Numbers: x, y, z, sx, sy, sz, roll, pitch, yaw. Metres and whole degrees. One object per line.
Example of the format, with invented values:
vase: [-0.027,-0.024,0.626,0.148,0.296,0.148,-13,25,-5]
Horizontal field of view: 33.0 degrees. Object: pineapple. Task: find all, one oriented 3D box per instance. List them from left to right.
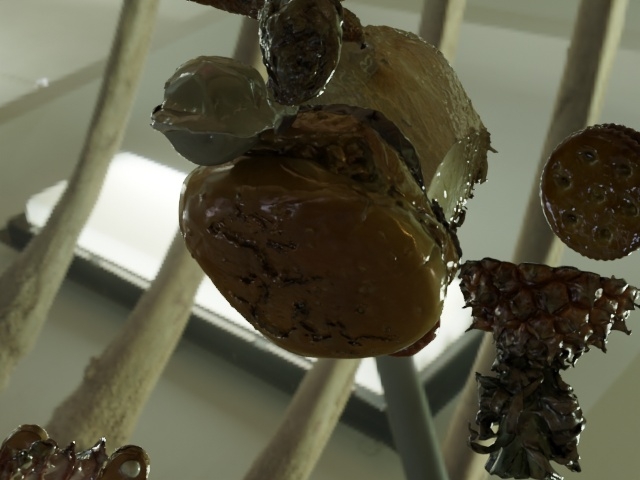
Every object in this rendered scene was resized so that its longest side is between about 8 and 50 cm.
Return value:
pineapple: [0.283,0.178,1.402,0.263,0.271,0.262,9,171,1]

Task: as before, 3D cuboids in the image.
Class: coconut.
coconut: [0.058,-0.146,1.601,0.346,0.360,0.346,-36,-164,12]

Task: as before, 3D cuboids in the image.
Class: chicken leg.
chicken leg: [-0.025,-0.205,0.945,0.069,0.085,0.197,-4,-128,-13]

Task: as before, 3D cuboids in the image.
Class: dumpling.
dumpling: [-0.088,-0.129,1.057,0.127,0.108,0.188,-5,-171,13]

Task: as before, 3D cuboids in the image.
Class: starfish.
starfish: [-0.048,-0.297,1.377,0.231,0.295,0.048,24,-141,-20]

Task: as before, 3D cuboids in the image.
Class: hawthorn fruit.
hawthorn fruit: [0.129,0.117,1.709,0.125,0.125,0.140,9,-139,24]

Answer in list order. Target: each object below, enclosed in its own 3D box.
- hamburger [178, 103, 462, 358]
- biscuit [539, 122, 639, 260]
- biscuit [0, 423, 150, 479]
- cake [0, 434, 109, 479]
hamburger: [0.000,-0.005,1.202,0.284,0.304,0.174,-9,-137,36]
biscuit: [0.454,-0.078,1.724,0.220,0.220,0.066,22,-152,39]
biscuit: [-0.329,0.396,1.595,0.340,0.216,0.047,24,-165,-13]
cake: [-0.249,0.207,0.809,0.098,0.287,0.135,6,-133,-36]
